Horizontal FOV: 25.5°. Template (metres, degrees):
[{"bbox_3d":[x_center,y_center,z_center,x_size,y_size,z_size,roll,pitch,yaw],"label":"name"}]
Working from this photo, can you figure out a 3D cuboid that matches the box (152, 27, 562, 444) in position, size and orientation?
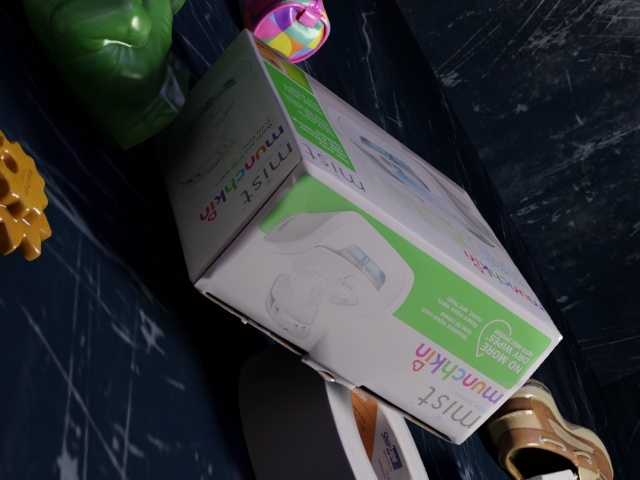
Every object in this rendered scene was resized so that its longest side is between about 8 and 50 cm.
[{"bbox_3d":[0.019,-0.002,1.071,0.262,0.127,0.231,34,16,-28],"label":"box"}]

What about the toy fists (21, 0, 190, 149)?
[{"bbox_3d":[-0.155,-0.196,1.035,0.142,0.096,0.279,55,18,-35],"label":"toy fists"}]

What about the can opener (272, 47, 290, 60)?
[{"bbox_3d":[-0.040,-0.108,1.364,0.280,0.093,0.074,37,29,-73],"label":"can opener"}]

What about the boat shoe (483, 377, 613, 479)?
[{"bbox_3d":[0.316,0.313,1.966,0.324,0.122,0.120,42,31,-42],"label":"boat shoe"}]

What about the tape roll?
[{"bbox_3d":[0.019,0.176,1.099,0.219,0.072,0.219,60,15,-26],"label":"tape roll"}]

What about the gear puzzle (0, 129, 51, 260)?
[{"bbox_3d":[-0.200,-0.030,0.659,0.175,0.044,0.339,67,13,9],"label":"gear puzzle"}]

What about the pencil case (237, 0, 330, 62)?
[{"bbox_3d":[-0.057,-0.317,1.644,0.104,0.104,0.236,48,22,-53],"label":"pencil case"}]

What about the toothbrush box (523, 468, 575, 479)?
[{"bbox_3d":[0.255,0.402,1.499,0.296,0.126,0.216,69,14,13],"label":"toothbrush box"}]
